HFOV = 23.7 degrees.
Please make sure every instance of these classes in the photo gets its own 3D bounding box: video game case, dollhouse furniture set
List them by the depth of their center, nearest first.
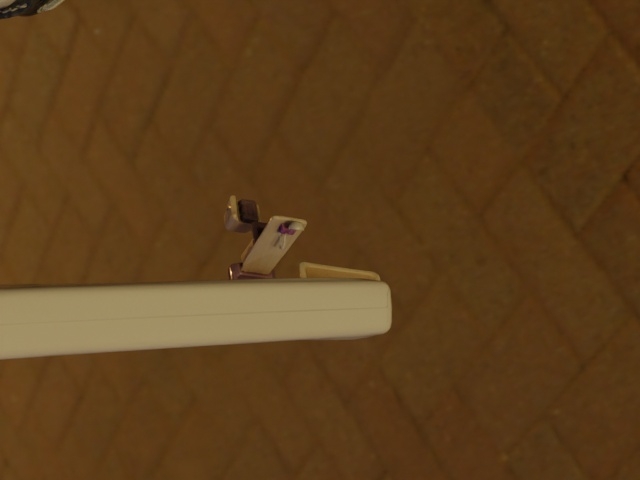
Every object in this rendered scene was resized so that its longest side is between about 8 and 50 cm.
[{"bbox_3d":[-0.084,0.021,0.429,0.143,0.157,0.019,-3,88,43],"label":"video game case"},{"bbox_3d":[0.000,0.000,1.084,0.081,0.114,0.091,-54,36,45],"label":"dollhouse furniture set"}]

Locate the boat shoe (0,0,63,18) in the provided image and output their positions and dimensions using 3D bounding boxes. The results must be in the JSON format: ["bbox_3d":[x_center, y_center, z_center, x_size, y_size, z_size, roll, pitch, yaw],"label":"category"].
[{"bbox_3d":[-0.162,-0.289,1.106,0.302,0.091,0.114,-44,76,15],"label":"boat shoe"}]
